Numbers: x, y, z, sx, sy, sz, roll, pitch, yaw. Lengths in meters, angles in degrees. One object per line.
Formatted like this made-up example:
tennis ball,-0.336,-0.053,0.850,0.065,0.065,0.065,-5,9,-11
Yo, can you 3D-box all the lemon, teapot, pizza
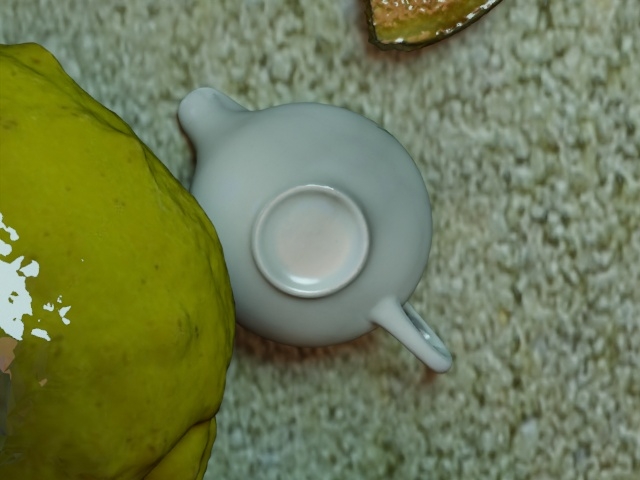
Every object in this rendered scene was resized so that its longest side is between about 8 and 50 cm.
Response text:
lemon,-0.197,0.027,0.907,0.285,0.285,0.316,-49,63,8
teapot,0.000,0.000,0.991,0.145,0.092,0.226,-40,101,8
pizza,0.071,-0.198,0.972,0.175,0.046,0.134,-41,98,7
